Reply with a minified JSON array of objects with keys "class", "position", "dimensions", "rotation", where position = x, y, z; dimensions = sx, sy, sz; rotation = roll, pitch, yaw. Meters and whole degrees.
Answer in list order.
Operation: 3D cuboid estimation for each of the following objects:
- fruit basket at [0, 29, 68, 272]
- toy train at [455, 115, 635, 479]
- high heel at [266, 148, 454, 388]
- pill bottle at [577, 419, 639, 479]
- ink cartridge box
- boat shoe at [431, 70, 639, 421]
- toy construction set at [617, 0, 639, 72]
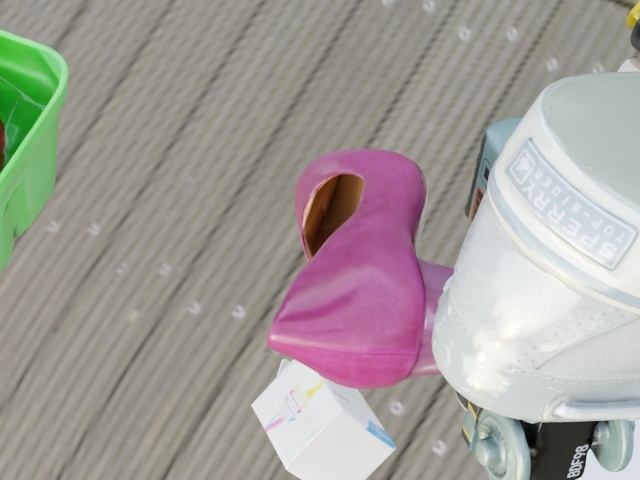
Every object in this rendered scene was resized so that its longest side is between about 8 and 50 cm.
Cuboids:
[{"class":"fruit basket","position":[-0.393,-0.054,1.137],"dimensions":[0.283,0.392,0.392],"rotation":[21,79,16]},{"class":"toy train","position":[0.182,0.058,1.223],"dimensions":[0.142,0.334,0.190],"rotation":[-9,45,-17]},{"class":"high heel","position":[0.000,0.000,1.144],"dimensions":[0.377,0.181,0.127],"rotation":[-141,60,-65]},{"class":"pill bottle","position":[0.298,0.286,1.471],"dimensions":[0.188,0.334,0.188],"rotation":[-2,51,2]},{"class":"ink cartridge box","position":[-0.001,0.197,1.663],"dimensions":[0.090,0.092,0.143],"rotation":[-47,34,7]},{"class":"boat shoe","position":[0.109,0.003,0.413],"dimensions":[0.079,0.227,0.081],"rotation":[50,123,28]},{"class":"toy construction set","position":[0.355,-0.137,1.189],"dimensions":[0.257,0.309,0.237],"rotation":[39,119,-4]}]
